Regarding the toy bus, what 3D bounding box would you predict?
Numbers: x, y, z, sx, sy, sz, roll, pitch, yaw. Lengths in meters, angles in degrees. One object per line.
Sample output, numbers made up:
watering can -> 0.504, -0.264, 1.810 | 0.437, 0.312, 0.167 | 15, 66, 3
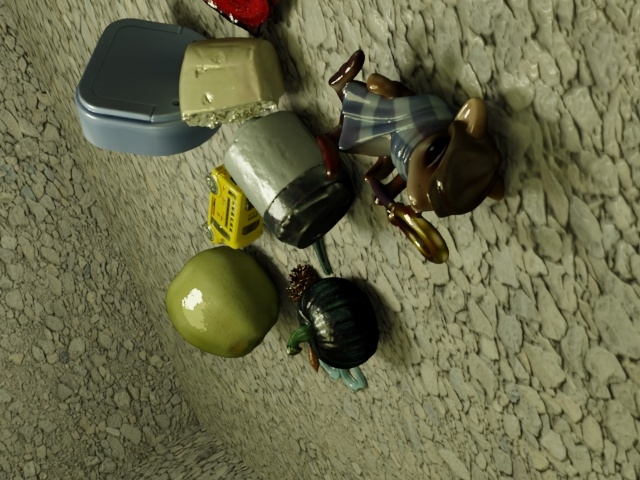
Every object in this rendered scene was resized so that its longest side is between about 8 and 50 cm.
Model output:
toy bus -> -0.237, -0.092, 1.951 | 0.152, 0.144, 0.330 | 46, 148, 21

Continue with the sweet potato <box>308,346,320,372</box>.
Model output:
sweet potato -> -0.021, 0.381, 2.191 | 0.034, 0.034, 0.094 | 7, 113, 56

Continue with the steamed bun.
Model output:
steamed bun -> -0.187, -0.351, 1.534 | 0.226, 0.170, 0.199 | 3, 93, 16

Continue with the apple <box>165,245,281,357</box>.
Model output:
apple -> -0.300, 0.198, 2.146 | 0.357, 0.357, 0.357 | 39, 147, 32

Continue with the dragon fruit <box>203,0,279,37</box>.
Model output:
dragon fruit -> -0.189, -0.566, 1.435 | 0.344, 0.100, 0.282 | 23, 150, 48

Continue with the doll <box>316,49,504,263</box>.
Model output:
doll -> 0.148, -0.150, 1.190 | 0.340, 0.209, 0.317 | 32, 146, 37

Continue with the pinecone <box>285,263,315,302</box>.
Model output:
pinecone -> -0.046, 0.122, 1.919 | 0.102, 0.102, 0.109 | 10, 99, 55

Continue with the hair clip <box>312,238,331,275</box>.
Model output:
hair clip -> 0.000, 0.000, 1.780 | 0.070, 0.039, 0.229 | 34, 149, 39

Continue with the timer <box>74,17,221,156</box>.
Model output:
timer -> -0.396, -0.373, 1.714 | 0.395, 0.395, 0.173 | 46, 150, 23

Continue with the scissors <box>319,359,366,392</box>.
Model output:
scissors -> 0.044, 0.294, 2.004 | 0.191, 0.029, 0.360 | 21, 133, 44

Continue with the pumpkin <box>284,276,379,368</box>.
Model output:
pumpkin -> 0.016, 0.222, 1.744 | 0.248, 0.248, 0.247 | 39, 147, 32

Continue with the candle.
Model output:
candle -> -0.089, -0.162, 1.557 | 0.342, 0.221, 0.221 | 51, 152, 15
